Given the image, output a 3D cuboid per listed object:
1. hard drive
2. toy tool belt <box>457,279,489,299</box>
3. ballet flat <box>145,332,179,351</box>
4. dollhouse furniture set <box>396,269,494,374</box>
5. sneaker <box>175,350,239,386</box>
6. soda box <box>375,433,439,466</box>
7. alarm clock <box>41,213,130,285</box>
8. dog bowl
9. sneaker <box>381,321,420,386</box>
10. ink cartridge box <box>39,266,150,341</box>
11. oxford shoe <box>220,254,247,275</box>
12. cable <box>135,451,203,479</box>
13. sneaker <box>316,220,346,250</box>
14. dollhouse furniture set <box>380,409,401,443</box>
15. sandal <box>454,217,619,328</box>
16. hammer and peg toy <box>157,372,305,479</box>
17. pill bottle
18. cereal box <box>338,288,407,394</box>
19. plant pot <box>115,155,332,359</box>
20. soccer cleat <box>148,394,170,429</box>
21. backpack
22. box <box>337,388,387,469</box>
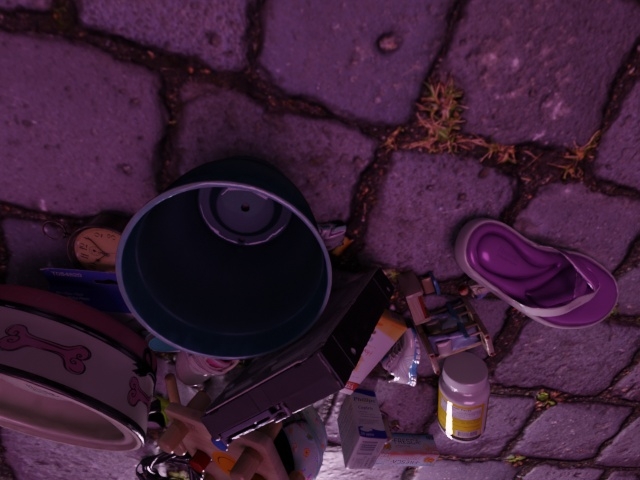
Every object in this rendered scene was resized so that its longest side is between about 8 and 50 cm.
[{"bbox_3d":[-0.016,0.169,0.673,0.236,0.339,0.064,-36,90,26],"label":"hard drive"},{"bbox_3d":[0.342,0.104,0.869,0.083,0.052,0.051,-34,110,14],"label":"toy tool belt"},{"bbox_3d":[-0.187,0.142,0.749,0.247,0.087,0.083,-7,141,-9],"label":"ballet flat"},{"bbox_3d":[0.258,0.155,0.843,0.129,0.129,0.184,-22,120,6],"label":"dollhouse furniture set"},{"bbox_3d":[-0.226,0.228,0.841,0.103,0.111,0.252,30,113,-21],"label":"sneaker"},{"bbox_3d":[0.229,0.580,1.128,0.183,0.063,0.058,8,119,-11],"label":"soda box"},{"bbox_3d":[-0.389,0.009,0.720,0.192,0.064,0.129,21,120,-16],"label":"alarm clock"},{"bbox_3d":[-0.485,0.233,0.725,0.407,0.150,0.408,7,138,6],"label":"dog bowl"},{"bbox_3d":[0.183,0.269,0.939,0.082,0.071,0.191,-2,120,1],"label":"sneaker"},{"bbox_3d":[-0.380,0.140,0.765,0.223,0.045,0.224,5,139,-7],"label":"ink cartridge box"},{"bbox_3d":[-0.107,0.081,0.794,0.212,0.076,0.076,24,124,-19],"label":"oxford shoe"},{"bbox_3d":[-0.390,0.624,1.100,0.150,0.047,0.184,-35,116,8],"label":"cable"},{"bbox_3d":[0.000,0.000,0.776,0.098,0.038,0.069,-1,120,-5],"label":"sneaker"},{"bbox_3d":[0.150,0.527,1.077,0.091,0.081,0.114,39,109,-24],"label":"dollhouse furniture set"},{"bbox_3d":[0.452,0.082,0.808,0.416,0.102,0.170,18,90,-15],"label":"sandal"},{"bbox_3d":[-0.220,0.431,0.827,0.361,0.127,0.266,4,123,29],"label":"hammer and peg toy"},{"bbox_3d":[0.348,0.380,0.993,0.119,0.119,0.209,-9,121,-1],"label":"pill bottle"},{"bbox_3d":[0.056,0.236,0.915,0.172,0.047,0.240,24,115,-17],"label":"cereal box"},{"bbox_3d":[-0.128,-0.009,0.628,0.271,0.255,0.272,-2,120,-3],"label":"plant pot"},{"bbox_3d":[-0.422,0.374,0.927,0.178,0.072,0.060,29,113,-21],"label":"soccer cleat"},{"bbox_3d":[-0.067,0.482,0.965,0.144,0.188,0.166,7,119,-29],"label":"backpack"},{"bbox_3d":[0.098,0.461,1.000,0.072,0.137,0.126,9,119,-13],"label":"box"}]
